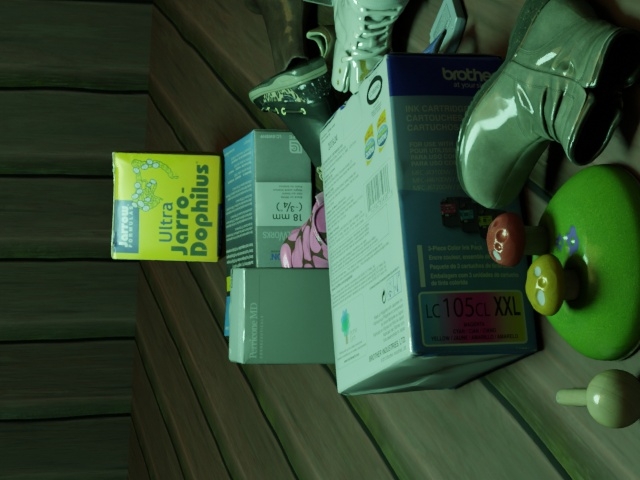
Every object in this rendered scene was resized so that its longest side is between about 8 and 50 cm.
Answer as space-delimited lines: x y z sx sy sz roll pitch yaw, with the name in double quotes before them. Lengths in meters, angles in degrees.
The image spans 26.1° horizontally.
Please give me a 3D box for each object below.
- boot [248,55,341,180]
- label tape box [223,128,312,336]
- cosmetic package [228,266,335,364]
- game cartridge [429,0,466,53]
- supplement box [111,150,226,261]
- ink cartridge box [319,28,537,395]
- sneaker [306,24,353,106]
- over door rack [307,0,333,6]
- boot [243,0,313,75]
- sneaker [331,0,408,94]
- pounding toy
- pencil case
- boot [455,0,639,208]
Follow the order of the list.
"boot" -0.017 -0.159 1.980 0.178 0.085 0.236 64 163 -5
"label tape box" -0.090 -0.005 2.328 0.240 0.106 0.333 168 102 -74
"cosmetic package" 0.005 0.096 1.771 0.107 0.238 0.127 173 96 -74
"game cartridge" 0.153 -0.253 1.660 0.083 0.017 0.056 112 156 -52
"supplement box" -0.264 -0.070 2.595 0.356 0.195 0.194 -58 -30 -85
"ink cartridge box" 0.108 -0.041 1.572 0.270 0.151 0.395 138 128 -68
"sneaker" 0.018 -0.225 2.019 0.066 0.071 0.188 127 140 -64
"over door rack" -0.005 -0.538 2.035 0.324 0.108 0.239 113 153 -54
"boot" -0.077 -0.361 2.308 0.248 0.090 0.207 152 119 -68
"sneaker" 0.075 -0.270 1.787 0.292 0.108 0.169 -176 84 -83
"pounding toy" 0.218 0.047 1.269 0.183 0.110 0.237 -178 89 -74
"pencil case" 0.000 0.000 2.053 0.098 0.095 0.209 52 155 3
"boot" 0.212 -0.111 1.307 0.161 0.083 0.246 -116 40 -55
